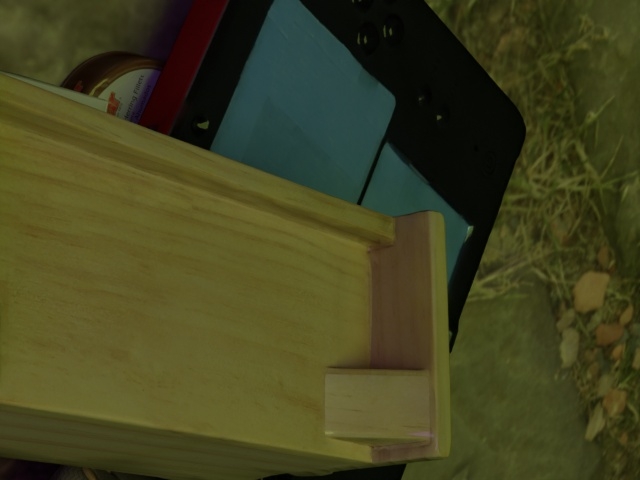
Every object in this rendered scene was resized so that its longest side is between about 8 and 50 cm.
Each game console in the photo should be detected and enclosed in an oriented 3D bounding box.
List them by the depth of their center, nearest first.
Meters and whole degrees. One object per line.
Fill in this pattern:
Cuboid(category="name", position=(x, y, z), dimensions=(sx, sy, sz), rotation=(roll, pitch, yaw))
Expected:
Cuboid(category="game console", position=(0.000, 0.000, 1.018), dimensions=(0.342, 0.060, 0.386), rotation=(38, 67, -41))

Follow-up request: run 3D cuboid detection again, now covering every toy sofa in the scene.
Cuboid(category="toy sofa", position=(-0.101, 0.032, 0.772), dimensions=(0.362, 0.177, 0.150), rotation=(18, 65, -48))

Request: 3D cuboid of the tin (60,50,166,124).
Cuboid(category="tin", position=(-0.095, -0.056, 0.992), dimensions=(0.189, 0.040, 0.106), rotation=(24, 80, -43))

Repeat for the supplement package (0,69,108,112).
Cuboid(category="supplement package", position=(-0.257, -0.044, 0.775), dimensions=(0.244, 0.139, 0.134), rotation=(13, 93, -44))

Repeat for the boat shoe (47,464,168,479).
Cuboid(category="boat shoe", position=(-0.089, 0.247, 1.034), dimensions=(0.130, 0.132, 0.355), rotation=(-48, 138, 10))
